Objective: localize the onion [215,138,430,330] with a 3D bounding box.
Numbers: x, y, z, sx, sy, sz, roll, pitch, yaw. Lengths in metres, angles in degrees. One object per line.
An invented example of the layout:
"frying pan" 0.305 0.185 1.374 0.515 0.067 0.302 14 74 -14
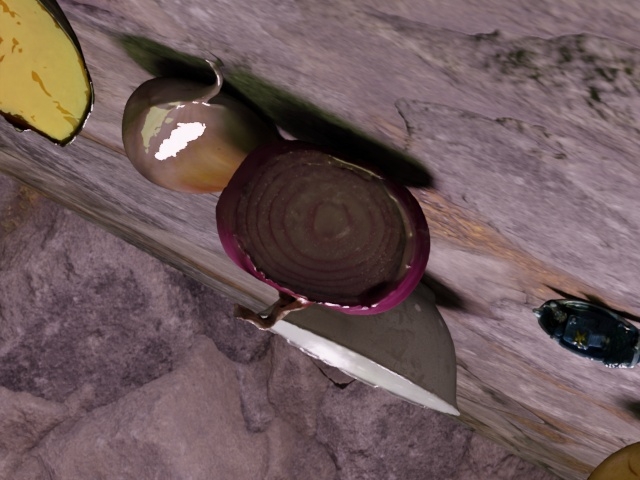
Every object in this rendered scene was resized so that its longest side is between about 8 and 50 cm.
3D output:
"onion" 0.003 -0.014 1.456 0.207 0.201 0.200 -7 168 4

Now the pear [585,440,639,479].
"pear" 0.519 0.445 2.111 0.348 0.348 0.348 25 171 4

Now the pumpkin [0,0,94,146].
"pumpkin" -0.327 -0.235 1.340 0.312 0.148 0.169 23 131 -6

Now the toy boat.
"toy boat" 0.293 0.099 1.605 0.061 0.060 0.137 7 -166 -47

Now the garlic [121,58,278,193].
"garlic" -0.135 -0.119 1.479 0.129 0.148 0.266 61 -173 17

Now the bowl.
"bowl" 0.077 0.112 2.031 0.313 0.146 0.313 24 171 4
